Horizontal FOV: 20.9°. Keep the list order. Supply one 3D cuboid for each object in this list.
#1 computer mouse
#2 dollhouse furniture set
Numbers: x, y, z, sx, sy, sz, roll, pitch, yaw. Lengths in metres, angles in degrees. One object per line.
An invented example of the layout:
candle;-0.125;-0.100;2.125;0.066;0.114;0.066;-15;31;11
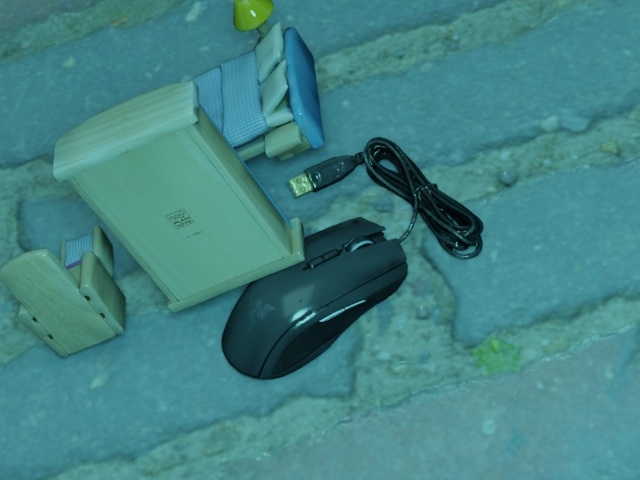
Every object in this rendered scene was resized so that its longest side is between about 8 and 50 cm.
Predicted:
computer mouse;0.000;0.000;1.586;0.262;0.060;0.184;-32;52;-8
dollhouse furniture set;-0.167;-0.105;1.607;0.286;0.198;0.303;-22;41;17
